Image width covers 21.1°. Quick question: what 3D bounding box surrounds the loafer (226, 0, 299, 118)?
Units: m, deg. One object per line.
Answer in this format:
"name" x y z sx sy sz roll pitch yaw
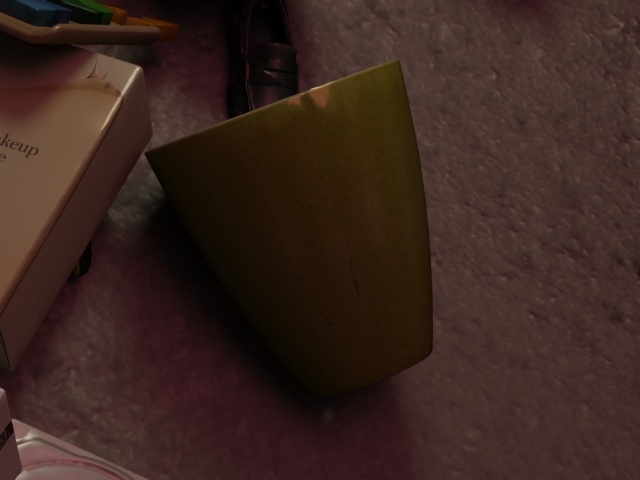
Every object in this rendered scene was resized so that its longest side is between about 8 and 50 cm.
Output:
"loafer" -0.062 -0.193 1.921 0.076 0.078 0.223 5 60 -26

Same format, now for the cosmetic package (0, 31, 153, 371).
"cosmetic package" -0.298 -0.044 1.636 0.160 0.113 0.309 17 57 12

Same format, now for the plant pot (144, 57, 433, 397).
"plant pot" 0.000 0.000 1.743 0.275 0.275 0.293 -23 95 -36

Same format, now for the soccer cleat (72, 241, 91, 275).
"soccer cleat" -0.241 -0.047 1.746 0.072 0.060 0.179 -3 60 -17

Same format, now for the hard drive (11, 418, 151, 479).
"hard drive" -0.189 0.327 1.554 0.339 0.064 0.237 28 53 -13

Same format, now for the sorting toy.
"sorting toy" -0.282 -0.245 1.764 0.229 0.041 0.307 20 14 21

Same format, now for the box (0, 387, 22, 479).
"box" -0.380 0.194 1.451 0.182 0.119 0.181 19 49 18

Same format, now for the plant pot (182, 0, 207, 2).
"plant pot" -0.099 -0.395 1.915 0.291 0.291 0.203 -22 91 -36
